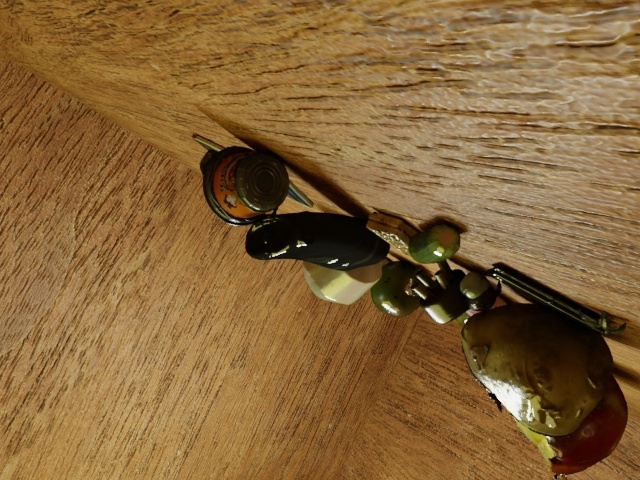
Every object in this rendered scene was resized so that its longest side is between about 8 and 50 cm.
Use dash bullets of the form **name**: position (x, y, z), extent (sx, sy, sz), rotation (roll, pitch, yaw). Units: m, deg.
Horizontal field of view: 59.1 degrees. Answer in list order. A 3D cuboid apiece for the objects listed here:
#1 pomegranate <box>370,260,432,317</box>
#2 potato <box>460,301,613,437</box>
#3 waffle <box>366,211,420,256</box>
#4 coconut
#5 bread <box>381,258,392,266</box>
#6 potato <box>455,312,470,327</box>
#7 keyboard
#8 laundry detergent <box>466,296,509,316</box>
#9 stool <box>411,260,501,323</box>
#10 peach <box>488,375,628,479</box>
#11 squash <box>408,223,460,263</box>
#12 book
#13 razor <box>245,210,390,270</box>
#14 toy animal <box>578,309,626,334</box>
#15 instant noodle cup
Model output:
- **pomegranate**: position (0.258, 0.148, 1.762), extent (0.181, 0.182, 0.224), rotation (30, 161, -16)
- **potato**: position (0.448, 0.218, 1.157), extent (0.246, 0.196, 0.300), rotation (-16, -135, -29)
- **waffle**: position (0.175, -0.006, 1.191), extent (0.148, 0.042, 0.102), rotation (32, 175, -36)
- **coconut**: position (0.072, 0.065, 1.644), extent (0.241, 0.241, 0.241), rotation (29, 176, 2)
- **bread**: position (0.206, 0.095, 2.037), extent (0.119, 0.084, 0.177), rotation (31, 180, -19)
- **potato**: position (0.519, 0.255, 1.784), extent (0.117, 0.090, 0.225), rotation (38, 165, -30)
- **keyboard**: position (0.419, 0.108, 1.044), extent (0.230, 0.025, 0.093), rotation (29, 178, 6)
- **laundry detergent**: position (0.433, 0.180, 1.448), extent (0.159, 0.088, 0.335), rotation (28, 175, 39)
- **stool**: position (0.294, 0.109, 1.250), extent (0.121, 0.125, 0.217), rotation (53, 148, -11)
- **peach**: position (0.702, 0.516, 1.689), extent (0.339, 0.352, 0.417), rotation (60, 149, 24)
- **squash**: position (0.204, 0.009, 1.031), extent (0.066, 0.066, 0.229), rotation (29, 175, 2)
- **book**: position (-0.185, -0.191, 1.575), extent (0.322, 0.018, 0.228), rotation (28, 176, 22)
- **razor**: position (0.000, -0.002, 1.306), extent (0.204, 0.114, 0.349), rotation (-12, 165, 40)
- **toy animal**: position (0.485, 0.141, 0.963), extent (0.050, 0.028, 0.084), rotation (33, 172, -33)
- **instant noodle cup**: position (-0.146, -0.120, 1.209), extent (0.208, 0.178, 0.125), rotation (20, 169, -32)
